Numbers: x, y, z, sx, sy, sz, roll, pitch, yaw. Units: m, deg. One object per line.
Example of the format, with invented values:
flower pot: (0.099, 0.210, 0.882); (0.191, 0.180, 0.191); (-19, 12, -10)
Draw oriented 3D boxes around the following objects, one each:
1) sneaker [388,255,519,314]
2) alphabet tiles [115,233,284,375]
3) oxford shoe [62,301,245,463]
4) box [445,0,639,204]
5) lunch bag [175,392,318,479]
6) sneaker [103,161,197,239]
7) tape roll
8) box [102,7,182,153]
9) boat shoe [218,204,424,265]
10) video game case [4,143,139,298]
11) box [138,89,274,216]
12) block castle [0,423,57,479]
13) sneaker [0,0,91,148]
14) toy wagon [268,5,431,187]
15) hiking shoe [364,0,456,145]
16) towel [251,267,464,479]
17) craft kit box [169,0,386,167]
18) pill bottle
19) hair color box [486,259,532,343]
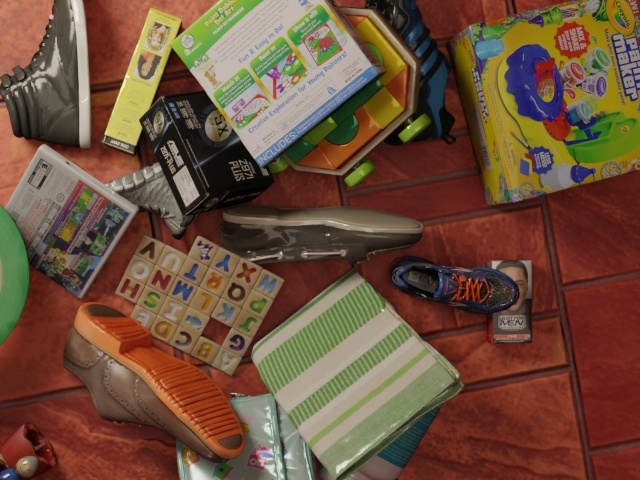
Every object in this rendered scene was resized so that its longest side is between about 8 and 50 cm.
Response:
sneaker: (0.217, 0.079, 1.952); (0.221, 0.087, 0.083); (7, 95, 9)
alphabet tiles: (-0.207, 0.091, 1.938); (0.237, 0.009, 0.198); (27, 110, -5)
oxford shoe: (-0.268, 0.249, 1.875); (0.363, 0.130, 0.133); (38, 109, 26)
box: (0.389, -0.232, 1.942); (0.279, 0.177, 0.290); (-15, 92, -6)
lunch bag: (-0.108, 0.378, 1.882); (0.224, 0.108, 0.279); (-11, 61, 0)
sneaker: (-0.280, -0.051, 1.929); (0.228, 0.086, 0.132); (-23, 95, -6)
tape roll: (-0.616, 0.054, 1.836); (0.321, 0.077, 0.321); (0, 91, -14)
box: (-0.290, -0.256, 1.926); (0.058, 0.087, 0.232); (19, 87, -7)
boat shoe: (0.000, 0.000, 1.950); (0.335, 0.112, 0.095); (3, 108, 0)
video game case: (-0.414, -0.028, 1.900); (0.183, 0.023, 0.201); (35, 117, -4)
box: (-0.181, -0.143, 1.883); (0.147, 0.077, 0.180); (-14, 74, -45)
block castle: (-0.383, 0.513, 1.816); (0.213, 0.303, 0.453); (-36, 93, 2)
sneaker: (-0.447, -0.294, 1.900); (0.147, 0.104, 0.296); (-2, 95, -10)
toy wagon: (-0.001, -0.211, 1.892); (0.344, 0.068, 0.267); (-40, 89, 21)
hiking shoe: (0.149, -0.309, 1.969); (0.132, 0.113, 0.304); (-4, 92, -27)
towel: (0.045, 0.202, 1.866); (0.248, 0.325, 0.038); (-37, 134, -6)
craft kit box: (-0.068, -0.283, 1.832); (0.250, 0.061, 0.246); (-36, 92, 22)
pill bottle: (0.102, 0.291, 1.932); (0.146, 0.146, 0.264); (32, 87, -5)
hair color box: (0.320, 0.103, 2.003); (0.072, 0.043, 0.141); (-1, 90, -4)
